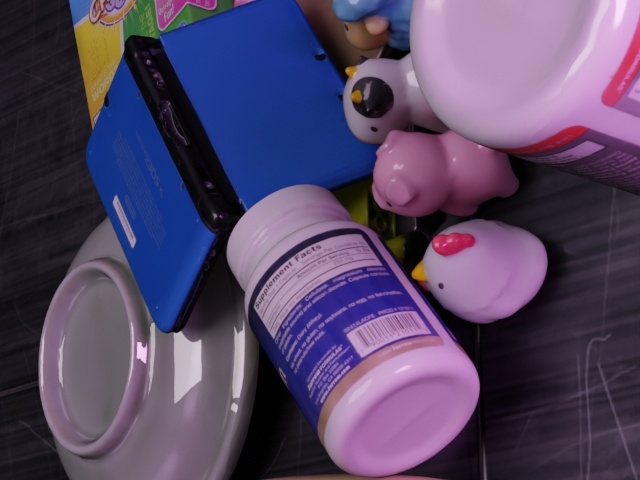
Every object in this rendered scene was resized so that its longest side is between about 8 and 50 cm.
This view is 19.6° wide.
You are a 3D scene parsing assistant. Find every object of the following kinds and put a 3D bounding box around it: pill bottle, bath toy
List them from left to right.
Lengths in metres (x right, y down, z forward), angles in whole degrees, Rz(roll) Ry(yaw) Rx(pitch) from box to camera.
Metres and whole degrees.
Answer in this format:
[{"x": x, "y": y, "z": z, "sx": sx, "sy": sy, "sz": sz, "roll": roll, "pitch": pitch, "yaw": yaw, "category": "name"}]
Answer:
[{"x": 0.022, "y": 0.077, "z": 1.713, "sx": 0.153, "sy": 0.153, "sz": 0.264, "roll": -54, "pitch": 47, "yaw": 23, "category": "pill bottle"}, {"x": 0.103, "y": -0.084, "z": 1.743, "sx": 0.151, "sy": 0.129, "sz": 0.348, "roll": -29, "pitch": 59, "yaw": 25, "category": "bath toy"}, {"x": 0.260, "y": -0.138, "z": 1.422, "sx": 0.210, "sy": 0.363, "sz": 0.210, "roll": -16, "pitch": 68, "yaw": 44, "category": "pill bottle"}]

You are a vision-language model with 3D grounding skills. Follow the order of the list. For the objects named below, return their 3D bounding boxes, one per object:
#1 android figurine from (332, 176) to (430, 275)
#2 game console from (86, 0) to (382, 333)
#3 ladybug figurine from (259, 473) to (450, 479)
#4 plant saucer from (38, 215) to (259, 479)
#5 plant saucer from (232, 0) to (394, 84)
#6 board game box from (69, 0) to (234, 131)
[{"x": 0.000, "y": 0.000, "z": 1.902, "sx": 0.273, "sy": 0.056, "sz": 0.248, "roll": -15, "pitch": 68, "yaw": 43, "category": "android figurine"}, {"x": -0.098, "y": -0.084, "z": 1.928, "sx": 0.250, "sy": 0.173, "sz": 0.293, "roll": -63, "pitch": 38, "yaw": 35, "category": "game console"}, {"x": 0.014, "y": 0.319, "z": 1.617, "sx": 0.449, "sy": 0.305, "sz": 0.162, "roll": 0, "pitch": 107, "yaw": 27, "category": "ladybug figurine"}, {"x": -0.216, "y": 0.131, "z": 2.025, "sx": 0.400, "sy": 0.101, "sz": 0.400, "roll": -12, "pitch": 75, "yaw": 53, "category": "plant saucer"}, {"x": 0.001, "y": -0.250, "z": 1.983, "sx": 0.278, "sy": 0.041, "sz": 0.277, "roll": -17, "pitch": 66, "yaw": 44, "category": "plant saucer"}, {"x": -0.204, "y": -0.286, "z": 2.166, "sx": 0.242, "sy": 0.064, "sz": 0.316, "roll": -46, "pitch": 46, "yaw": 41, "category": "board game box"}]
